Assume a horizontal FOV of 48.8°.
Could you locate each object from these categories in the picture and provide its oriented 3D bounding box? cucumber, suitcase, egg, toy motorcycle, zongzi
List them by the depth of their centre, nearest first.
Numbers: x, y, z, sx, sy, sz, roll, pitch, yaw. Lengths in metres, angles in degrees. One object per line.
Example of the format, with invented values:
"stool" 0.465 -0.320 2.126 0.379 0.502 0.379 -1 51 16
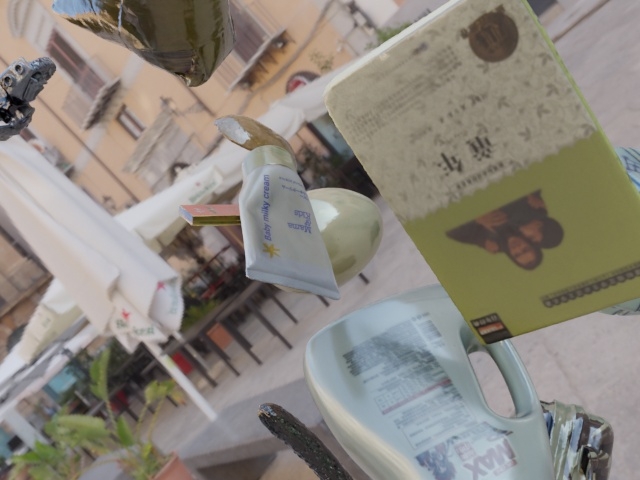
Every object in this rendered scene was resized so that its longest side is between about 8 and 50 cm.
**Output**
"zongzi" -0.250 -0.356 0.863 0.145 0.300 0.274 -54 -22 -36
"suitcase" 0.347 0.429 1.143 0.339 0.194 0.351 75 -147 -64
"egg" 0.000 0.000 1.283 0.241 0.186 0.186 -20 5 -4
"toy motorcycle" -0.607 -0.243 1.304 0.270 0.106 0.159 -38 3 21
"cucumber" -0.037 0.500 1.721 0.081 0.303 0.072 -45 9 -27

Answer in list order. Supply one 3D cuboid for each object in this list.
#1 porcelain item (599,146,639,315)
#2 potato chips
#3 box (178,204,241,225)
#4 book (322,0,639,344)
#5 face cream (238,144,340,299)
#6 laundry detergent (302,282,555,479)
"porcelain item" 0.586 -0.018 1.364 0.286 0.157 0.281 -107 25 -53
"potato chips" -0.135 -0.229 1.576 0.062 0.208 0.195 -61 -12 9
"box" -0.217 -0.053 1.463 0.133 0.023 0.090 -2 16 -28
"book" 0.177 -0.065 0.726 0.239 0.352 0.035 -27 11 39
"face cream" -0.044 -0.023 0.828 0.070 0.114 0.224 -58 30 30
"laundry detergent" 0.168 0.240 0.841 0.264 0.398 0.125 -21 -40 -15
